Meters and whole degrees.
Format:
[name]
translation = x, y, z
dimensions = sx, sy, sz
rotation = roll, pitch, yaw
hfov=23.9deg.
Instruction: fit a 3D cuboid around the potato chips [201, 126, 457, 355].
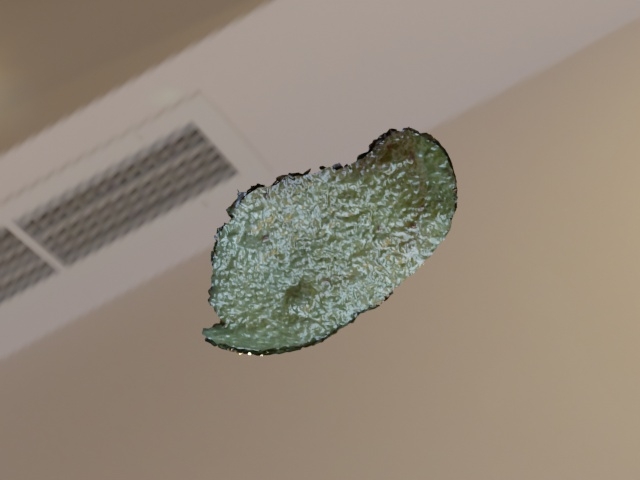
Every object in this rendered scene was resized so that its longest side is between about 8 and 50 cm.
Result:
[potato chips]
translation = 0.000, 0.000, 1.056
dimensions = 0.209, 0.142, 0.026
rotation = -55, -163, 4
